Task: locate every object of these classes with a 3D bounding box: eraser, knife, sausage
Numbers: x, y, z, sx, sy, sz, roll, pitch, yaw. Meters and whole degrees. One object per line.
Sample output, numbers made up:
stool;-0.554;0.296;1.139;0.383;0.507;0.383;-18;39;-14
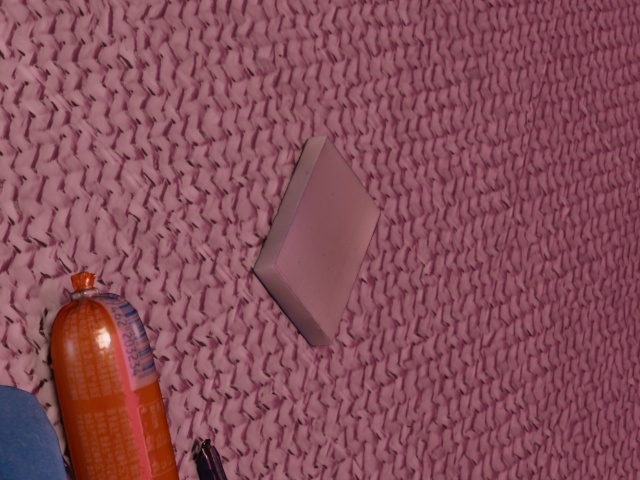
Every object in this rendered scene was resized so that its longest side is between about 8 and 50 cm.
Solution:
eraser;0.000;0.000;1.513;0.104;0.023;0.150;54;44;-36
knife;-0.074;0.206;1.369;0.031;0.018;0.121;-36;112;-55
sausage;-0.137;0.135;1.239;0.071;0.071;0.234;-20;101;-56

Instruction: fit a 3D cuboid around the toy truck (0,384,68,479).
toy truck;-0.273;0.182;0.833;0.175;0.146;0.367;47;44;16

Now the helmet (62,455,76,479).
helmet;-0.203;0.196;1.063;0.198;0.154;0.253;8;82;-55
